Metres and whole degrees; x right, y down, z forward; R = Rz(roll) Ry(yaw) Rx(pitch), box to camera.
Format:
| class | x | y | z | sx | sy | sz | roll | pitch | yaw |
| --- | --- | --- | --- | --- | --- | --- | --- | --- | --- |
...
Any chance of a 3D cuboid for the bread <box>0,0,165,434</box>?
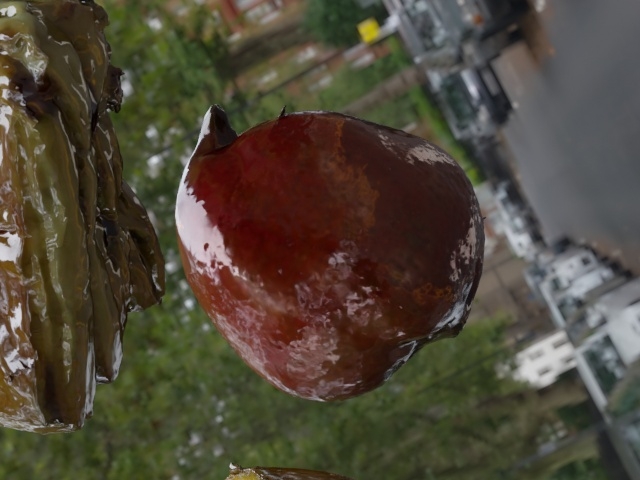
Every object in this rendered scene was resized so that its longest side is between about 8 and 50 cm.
| class | x | y | z | sx | sy | sz | roll | pitch | yaw |
| --- | --- | --- | --- | --- | --- | --- | --- | --- | --- |
| bread | -0.250 | -0.038 | 1.019 | 0.167 | 0.277 | 0.325 | -36 | -50 | -53 |

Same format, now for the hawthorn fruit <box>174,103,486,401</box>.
| class | x | y | z | sx | sy | sz | roll | pitch | yaw |
| --- | --- | --- | --- | --- | --- | --- | --- | --- | --- |
| hawthorn fruit | 0.006 | 0.015 | 1.362 | 0.295 | 0.311 | 0.295 | -168 | 90 | -84 |

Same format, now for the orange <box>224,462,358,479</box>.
| class | x | y | z | sx | sy | sz | roll | pitch | yaw |
| --- | --- | --- | --- | --- | --- | --- | --- | --- | --- |
| orange | 0.013 | 0.250 | 0.621 | 0.274 | 0.274 | 0.310 | 62 | -164 | -4 |
